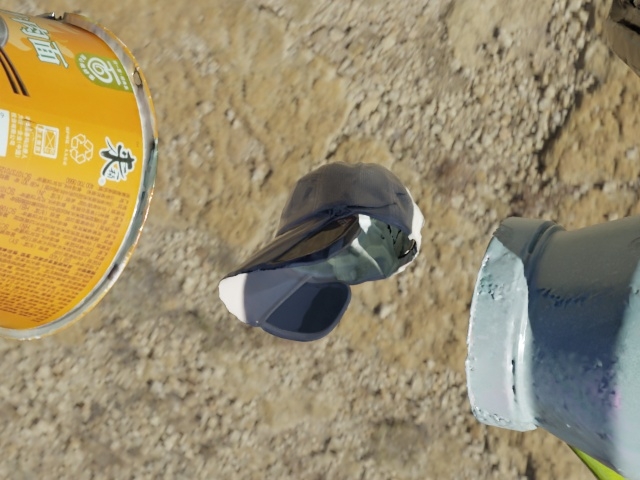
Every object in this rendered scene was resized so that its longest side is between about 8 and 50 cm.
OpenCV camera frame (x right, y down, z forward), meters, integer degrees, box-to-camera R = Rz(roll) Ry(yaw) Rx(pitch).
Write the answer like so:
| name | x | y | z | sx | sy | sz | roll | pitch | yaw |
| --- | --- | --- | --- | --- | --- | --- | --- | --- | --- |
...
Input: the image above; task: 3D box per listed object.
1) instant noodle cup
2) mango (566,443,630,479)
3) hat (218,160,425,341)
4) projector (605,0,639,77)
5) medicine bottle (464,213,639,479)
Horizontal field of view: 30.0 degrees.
| name | x | y | z | sx | sy | sz | roll | pitch | yaw |
| --- | --- | --- | --- | --- | --- | --- | --- | --- | --- |
| instant noodle cup | -0.247 | -0.056 | 0.753 | 0.230 | 0.182 | 0.230 | -6 | 80 | 34 |
| mango | 0.482 | 0.296 | 1.785 | 0.185 | 0.149 | 0.273 | -35 | 117 | 23 |
| hat | -0.005 | 0.006 | 1.491 | 0.161 | 0.275 | 0.232 | 51 | 161 | 26 |
| projector | 0.365 | -0.073 | 0.494 | 0.395 | 0.405 | 0.242 | 19 | 108 | -11 |
| medicine bottle | 0.291 | 0.089 | 1.032 | 0.290 | 0.245 | 0.245 | 9 | 120 | 25 |
